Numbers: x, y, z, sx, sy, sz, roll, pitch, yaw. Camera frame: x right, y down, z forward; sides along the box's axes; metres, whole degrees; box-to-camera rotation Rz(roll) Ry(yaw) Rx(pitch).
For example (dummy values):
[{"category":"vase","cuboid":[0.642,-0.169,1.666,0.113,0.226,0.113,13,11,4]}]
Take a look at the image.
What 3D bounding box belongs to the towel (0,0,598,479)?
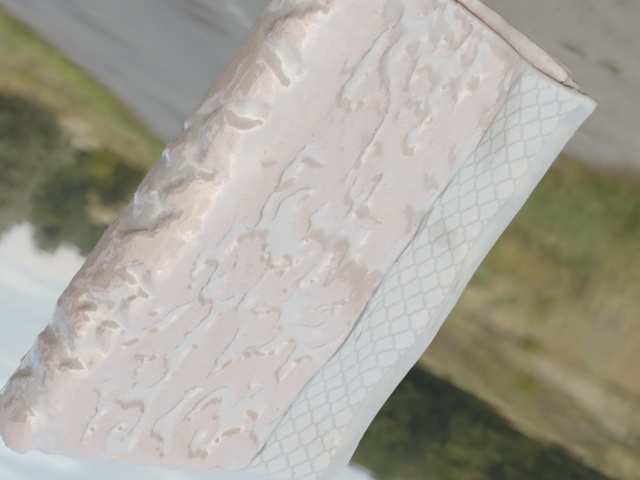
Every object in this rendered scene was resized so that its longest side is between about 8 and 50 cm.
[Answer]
[{"category":"towel","cuboid":[0.000,0.000,1.141,0.053,0.332,0.317,41,-169,31]}]
